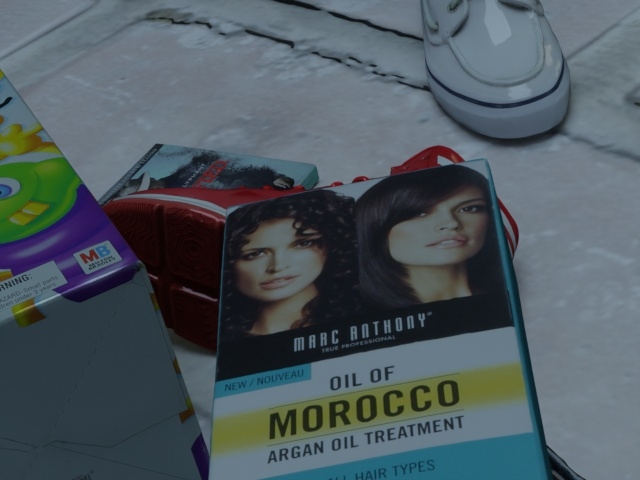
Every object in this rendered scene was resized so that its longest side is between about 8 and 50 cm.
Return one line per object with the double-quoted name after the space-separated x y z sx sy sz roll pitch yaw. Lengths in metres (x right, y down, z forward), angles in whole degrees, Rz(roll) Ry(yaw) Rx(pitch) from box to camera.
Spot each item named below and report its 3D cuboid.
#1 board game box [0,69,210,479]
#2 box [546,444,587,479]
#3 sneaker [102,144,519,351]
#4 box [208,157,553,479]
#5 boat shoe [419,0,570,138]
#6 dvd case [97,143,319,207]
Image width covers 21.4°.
-0.180 0.030 0.856 0.144 0.142 0.275 -24 35 -14 "board game box"
0.010 0.177 0.563 0.207 0.153 0.108 -24 35 -15 "box"
0.000 0.000 0.905 0.221 0.087 0.128 15 34 19 "sneaker"
0.021 0.069 0.524 0.101 0.060 0.244 -11 34 6 "box"
0.095 -0.145 1.064 0.083 0.075 0.226 -17 34 -3 "boat shoe"
-0.072 -0.024 1.009 0.119 0.013 0.087 9 40 32 "dvd case"
